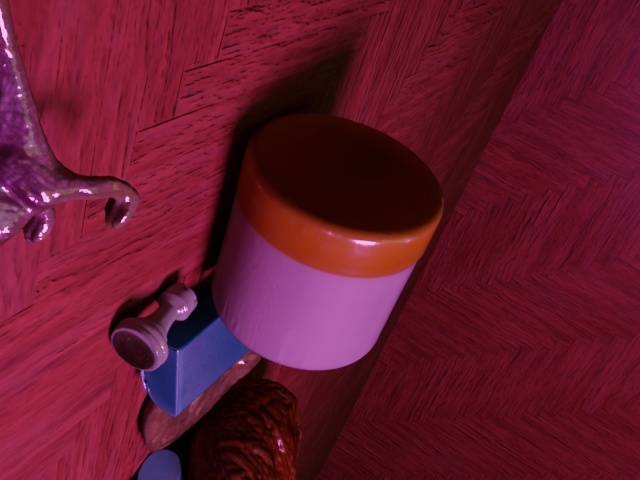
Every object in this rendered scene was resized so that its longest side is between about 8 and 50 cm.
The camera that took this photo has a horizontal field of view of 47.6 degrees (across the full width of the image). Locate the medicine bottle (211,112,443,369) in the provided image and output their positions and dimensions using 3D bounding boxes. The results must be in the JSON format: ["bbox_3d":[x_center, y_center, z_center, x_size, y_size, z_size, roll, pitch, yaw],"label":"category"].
[{"bbox_3d":[0.000,0.000,0.895,0.238,0.238,0.232,-40,158,-49],"label":"medicine bottle"}]

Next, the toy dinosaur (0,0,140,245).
[{"bbox_3d":[-0.206,-0.053,0.471,0.251,0.072,0.200,-50,155,6],"label":"toy dinosaur"}]

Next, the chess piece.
[{"bbox_3d":[-0.185,0.093,0.836,0.103,0.067,0.067,-55,167,-48],"label":"chess piece"}]

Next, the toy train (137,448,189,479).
[{"bbox_3d":[-0.259,0.429,1.218,0.248,0.101,0.159,88,21,-65],"label":"toy train"}]

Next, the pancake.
[{"bbox_3d":[-0.189,0.229,1.109,0.242,0.050,0.242,-42,160,-19],"label":"pancake"}]

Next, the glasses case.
[{"bbox_3d":[-0.127,0.106,1.007,0.301,0.070,0.117,-40,145,-52],"label":"glasses case"}]

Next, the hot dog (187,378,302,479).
[{"bbox_3d":[-0.132,0.413,1.243,0.387,0.174,0.267,-79,166,-62],"label":"hot dog"}]
